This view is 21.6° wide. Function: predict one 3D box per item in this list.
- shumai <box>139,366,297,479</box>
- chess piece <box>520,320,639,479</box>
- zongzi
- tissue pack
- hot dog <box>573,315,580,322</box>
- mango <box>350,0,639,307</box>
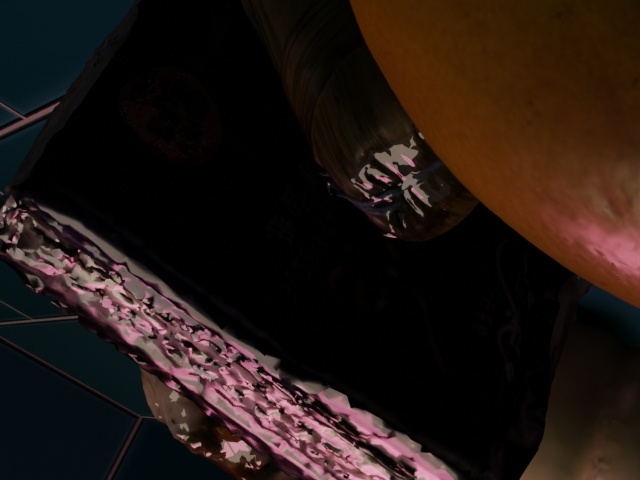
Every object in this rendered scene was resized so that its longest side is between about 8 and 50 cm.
[{"bbox_3d":[-0.014,0.043,1.177,0.309,0.263,0.304,22,165,14],"label":"shumai"},{"bbox_3d":[0.309,0.172,1.064,0.442,0.234,0.234,15,161,20],"label":"chess piece"},{"bbox_3d":[0.071,-0.055,0.878,0.242,0.112,0.221,38,-158,-39],"label":"zongzi"},{"bbox_3d":[0.000,0.000,0.962,0.332,0.245,0.123,37,140,-11],"label":"tissue pack"},{"bbox_3d":[0.122,0.227,1.483,0.367,0.196,0.365,11,140,43],"label":"hot dog"},{"bbox_3d":[0.133,-0.089,0.654,0.317,0.173,0.211,37,124,14],"label":"mango"}]
